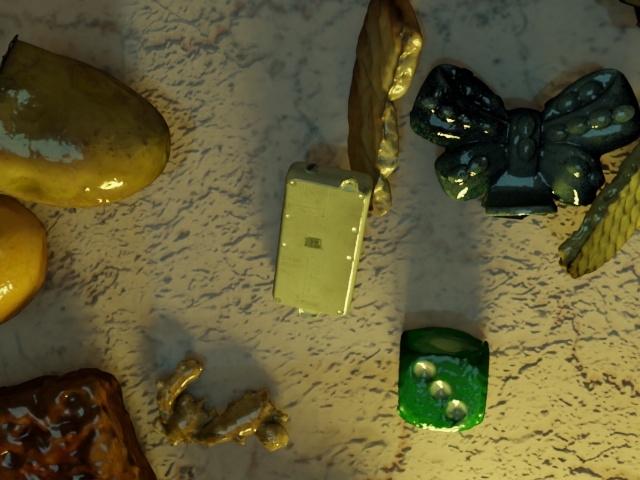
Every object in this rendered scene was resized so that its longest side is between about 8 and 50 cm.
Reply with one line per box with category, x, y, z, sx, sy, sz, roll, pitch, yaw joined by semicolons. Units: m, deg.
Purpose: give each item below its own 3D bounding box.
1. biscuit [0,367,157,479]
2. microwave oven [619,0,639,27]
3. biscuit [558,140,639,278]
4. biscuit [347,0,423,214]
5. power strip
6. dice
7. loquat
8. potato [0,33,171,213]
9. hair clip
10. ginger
biscuit;-0.412;0.395;1.841;0.342;0.166;0.395;-14;100;7
microwave oven;0.487;-0.472;1.561;0.286;0.218;0.355;-17;99;10
biscuit;0.423;-0.057;1.673;0.036;0.187;0.274;38;93;28
biscuit;0.082;-0.195;1.693;0.045;0.154;0.299;-2;118;-22
power strip;0.000;0.000;1.728;0.117;0.046;0.271;12;131;4
dice;0.175;0.197;1.763;0.128;0.131;0.120;4;103;4
loquat;-0.494;0.026;1.762;0.208;0.208;0.208;1;101;6
potato;-0.343;-0.145;1.718;0.266;0.229;0.229;19;102;-8
hair clip;0.273;-0.131;1.674;0.310;0.194;0.206;4;91;5
ginger;-0.158;0.263;1.851;0.176;0.052;0.193;-36;87;10
